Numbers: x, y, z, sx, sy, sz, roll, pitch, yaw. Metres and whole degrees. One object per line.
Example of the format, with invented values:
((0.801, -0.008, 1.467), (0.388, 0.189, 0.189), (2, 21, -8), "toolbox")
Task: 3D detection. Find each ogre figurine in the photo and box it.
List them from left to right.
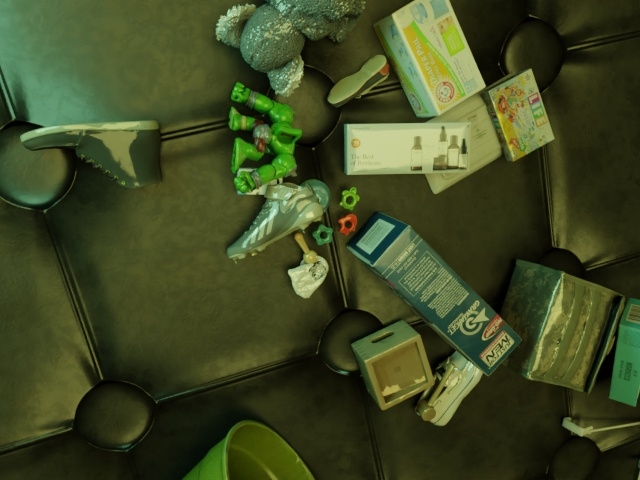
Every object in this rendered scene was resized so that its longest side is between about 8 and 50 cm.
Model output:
((-0.101, -0.181, 0.978), (0.118, 0.097, 0.197), (2, 57, -20), "ogre figurine")

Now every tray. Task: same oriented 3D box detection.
((0.323, -0.221, 1.117), (0.270, 0.030, 0.145), (-31, 106, -6), "tray")

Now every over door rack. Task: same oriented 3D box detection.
((0.748, 0.572, 1.350), (0.323, 0.108, 0.240), (4, 100, -15), "over door rack")

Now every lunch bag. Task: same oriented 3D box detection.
((0.543, 0.199, 1.192), (0.286, 0.169, 0.236), (18, 93, -25), "lunch bag")

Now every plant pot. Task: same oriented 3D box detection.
((-0.194, 0.595, 1.016), (0.352, 0.366, 0.367), (-36, 108, 8), "plant pot")

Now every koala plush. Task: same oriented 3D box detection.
((-0.055, -0.377, 0.917), (0.221, 0.203, 0.196), (-44, 108, 10), "koala plush")

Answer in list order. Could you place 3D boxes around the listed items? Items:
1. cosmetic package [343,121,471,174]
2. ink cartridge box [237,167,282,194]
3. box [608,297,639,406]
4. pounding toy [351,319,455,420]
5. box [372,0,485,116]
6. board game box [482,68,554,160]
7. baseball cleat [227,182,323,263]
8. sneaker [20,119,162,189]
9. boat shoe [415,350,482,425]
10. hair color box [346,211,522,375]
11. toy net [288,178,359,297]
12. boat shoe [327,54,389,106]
((0.166, -0.179, 1.048), (0.238, 0.060, 0.099), (-2, 100, -3), "cosmetic package")
((-0.116, -0.112, 1.028), (0.083, 0.028, 0.048), (0, 103, -14), "ink cartridge box")
((0.713, 0.257, 1.240), (0.100, 0.060, 0.245), (-44, 134, -38), "box")
((0.186, 0.281, 1.155), (0.180, 0.094, 0.206), (-23, 110, -10), "pounding toy")
((0.204, -0.348, 1.020), (0.114, 0.103, 0.203), (-33, 107, -6), "box")
((0.402, -0.253, 1.099), (0.103, 0.026, 0.154), (-29, 107, -7), "board game box")
((-0.098, -0.043, 1.017), (0.205, 0.072, 0.110), (-26, 96, 9), "baseball cleat")
((-0.384, -0.141, 0.925), (0.221, 0.083, 0.118), (-7, 104, -14), "sneaker")
((0.286, 0.303, 1.188), (0.075, 0.083, 0.227), (23, 96, -19), "boat shoe")
((0.222, 0.104, 1.083), (0.347, 0.174, 0.105), (42, 90, -18), "hair color box")
((0.000, 0.000, 1.075), (0.121, 0.045, 0.233), (8, 101, -17), "toy net")
((0.074, -0.296, 1.031), (0.137, 0.049, 0.043), (-40, 147, -4), "boat shoe")
